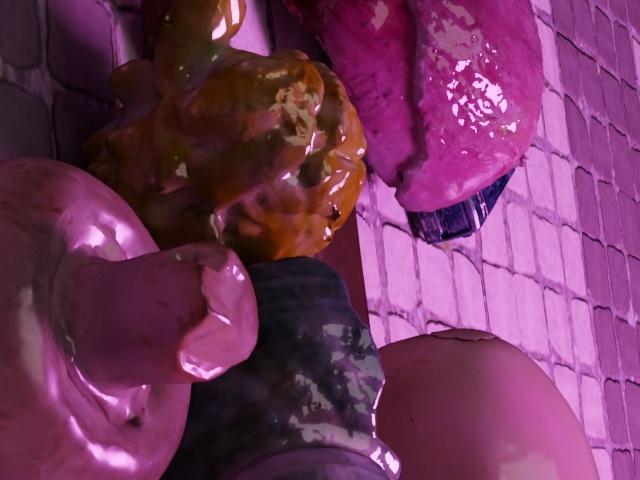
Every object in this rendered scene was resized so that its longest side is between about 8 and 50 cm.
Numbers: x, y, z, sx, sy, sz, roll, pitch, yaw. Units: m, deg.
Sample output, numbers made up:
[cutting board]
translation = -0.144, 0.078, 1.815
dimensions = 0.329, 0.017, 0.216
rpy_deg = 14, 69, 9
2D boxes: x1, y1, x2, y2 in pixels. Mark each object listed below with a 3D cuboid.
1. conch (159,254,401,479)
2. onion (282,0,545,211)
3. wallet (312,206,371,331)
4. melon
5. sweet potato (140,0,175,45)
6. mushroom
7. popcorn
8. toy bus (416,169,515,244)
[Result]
[conch]
translation = -0.033, 0.153, 1.162
dimensions = 0.195, 0.220, 0.277
rpy_deg = 34, 26, -32
[onion]
translation = 0.079, -0.193, 1.600
dimensions = 0.348, 0.159, 0.267
rpy_deg = 40, 33, -51
[wallet]
translation = 0.000, 0.000, 1.521
dimensions = 0.110, 0.031, 0.198
rpy_deg = 13, 68, -64
[melon]
translation = 0.106, 0.225, 1.420
dimensions = 0.223, 0.223, 0.317
rpy_deg = 0, 80, -65
[sweet potato]
translation = -0.096, -0.134, 1.353
dimensions = 0.068, 0.068, 0.226
rpy_deg = -38, 131, -63
[mushroom]
translation = -0.126, 0.050, 1.034
dimensions = 0.204, 0.204, 0.204
rpy_deg = 38, 46, -54
[popcorn]
translation = -0.062, -0.072, 1.245
dimensions = 0.198, 0.198, 0.212
rpy_deg = -31, 101, -64
[toy bus]
translation = 0.137, -0.049, 1.792
dimensions = 0.166, 0.065, 0.047
rpy_deg = -53, 128, -60
